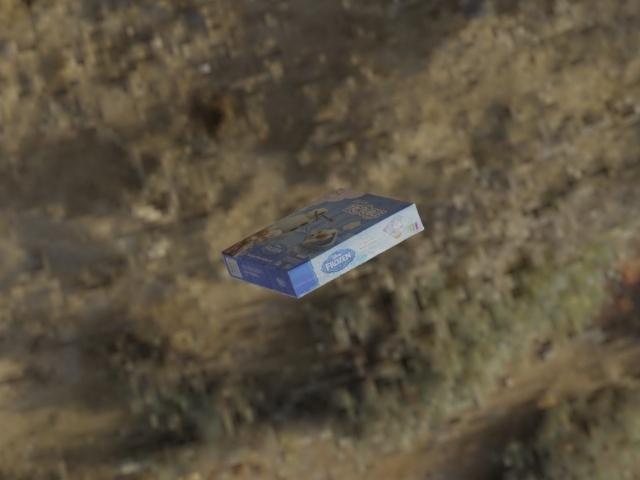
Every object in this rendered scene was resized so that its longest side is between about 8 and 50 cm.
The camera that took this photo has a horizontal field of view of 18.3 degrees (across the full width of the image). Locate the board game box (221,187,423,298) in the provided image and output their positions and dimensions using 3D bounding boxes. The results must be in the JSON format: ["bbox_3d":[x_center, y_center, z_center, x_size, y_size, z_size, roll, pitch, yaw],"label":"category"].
[{"bbox_3d":[0.000,0.000,1.162,0.090,0.020,0.090,-28,-161,-23],"label":"board game box"}]
